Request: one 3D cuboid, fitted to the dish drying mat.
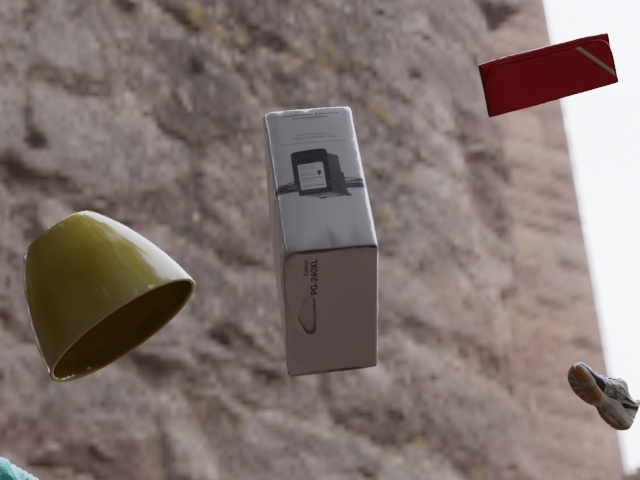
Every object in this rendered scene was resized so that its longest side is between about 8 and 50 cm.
[{"bbox_3d":[0.133,-0.097,1.139,0.083,0.008,0.032,-16,-79,-17],"label":"dish drying mat"}]

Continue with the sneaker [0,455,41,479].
[{"bbox_3d":[-0.303,0.352,1.836,0.178,0.124,0.295,18,-87,-9],"label":"sneaker"}]

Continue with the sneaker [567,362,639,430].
[{"bbox_3d":[0.253,0.132,1.753,0.083,0.037,0.032,47,-25,-24],"label":"sneaker"}]

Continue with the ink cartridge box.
[{"bbox_3d":[0.000,0.000,1.301,0.063,0.150,0.109,-5,-49,-4],"label":"ink cartridge box"}]

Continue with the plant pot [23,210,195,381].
[{"bbox_3d":[-0.180,0.034,1.541,0.134,0.095,0.134,-34,-13,-9],"label":"plant pot"}]
